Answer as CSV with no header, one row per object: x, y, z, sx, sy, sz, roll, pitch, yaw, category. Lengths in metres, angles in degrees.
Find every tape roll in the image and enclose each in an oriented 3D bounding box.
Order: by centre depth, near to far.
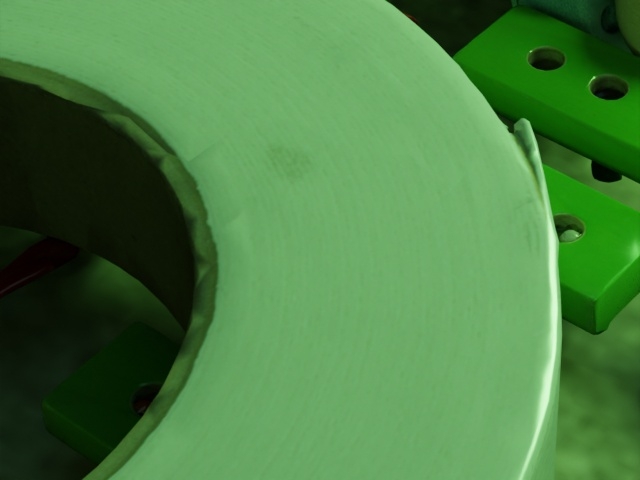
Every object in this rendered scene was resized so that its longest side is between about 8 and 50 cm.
-0.126,0.037,0.536,0.392,0.072,0.392,-2,44,2,tape roll

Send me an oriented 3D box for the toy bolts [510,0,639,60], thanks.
0.116,-0.171,0.690,0.218,0.228,0.158,7,22,-39,toy bolts

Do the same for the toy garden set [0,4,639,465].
0.000,0.000,0.654,0.204,0.049,0.244,29,52,29,toy garden set
